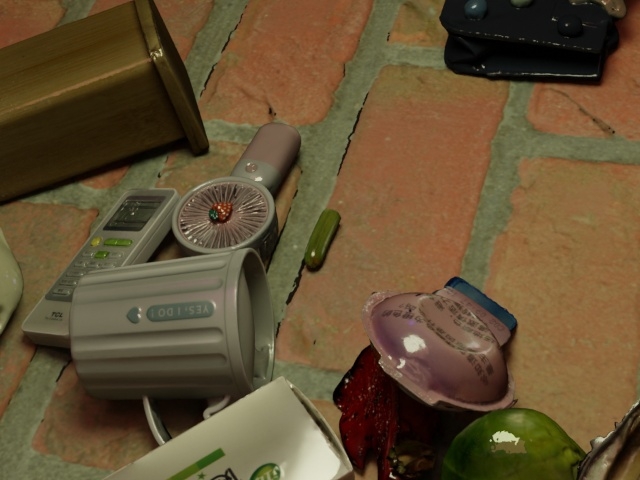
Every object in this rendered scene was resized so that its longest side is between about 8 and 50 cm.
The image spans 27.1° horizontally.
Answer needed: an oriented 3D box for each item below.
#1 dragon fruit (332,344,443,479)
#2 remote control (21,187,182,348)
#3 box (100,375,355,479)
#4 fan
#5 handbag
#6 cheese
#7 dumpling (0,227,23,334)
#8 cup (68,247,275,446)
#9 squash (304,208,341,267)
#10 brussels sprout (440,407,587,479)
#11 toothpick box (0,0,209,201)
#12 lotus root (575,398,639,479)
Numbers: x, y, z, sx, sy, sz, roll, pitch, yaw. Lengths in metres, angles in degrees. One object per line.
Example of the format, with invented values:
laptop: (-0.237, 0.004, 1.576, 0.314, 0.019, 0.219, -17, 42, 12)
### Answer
dragon fruit: (0.066, 0.191, 1.409, 0.122, 0.092, 0.192, -5, 48, 7)
remote control: (-0.265, 0.030, 1.643, 0.103, 0.034, 0.250, 3, 47, 40)
box: (-0.126, 0.299, 1.298, 0.332, 0.173, 0.145, -29, 49, -14)
fan: (-0.095, -0.060, 1.677, 0.130, 0.074, 0.244, 11, 52, 21)
handbag: (0.323, -0.362, 1.838, 0.269, 0.118, 0.326, 7, 53, 16)
cheese: (0.138, 0.103, 1.411, 0.189, 0.074, 0.286, 36, 26, 8)
dumpling: (-0.443, 0.064, 1.628, 0.155, 0.111, 0.181, -20, 31, 37)
cup: (-0.166, 0.118, 1.475, 0.202, 0.167, 0.221, -5, 44, 12)
squash: (0.000, 0.000, 1.637, 0.027, 0.027, 0.083, 10, 52, 20)
brussels sprout: (0.195, 0.236, 1.320, 0.155, 0.155, 0.117, -22, 14, -8)
toothpick box: (-0.334, -0.186, 1.776, 0.308, 0.190, 0.187, -20, 48, 0)
lotus root: (0.312, 0.273, 1.250, 0.167, 0.078, 0.329, 25, 80, 29)
